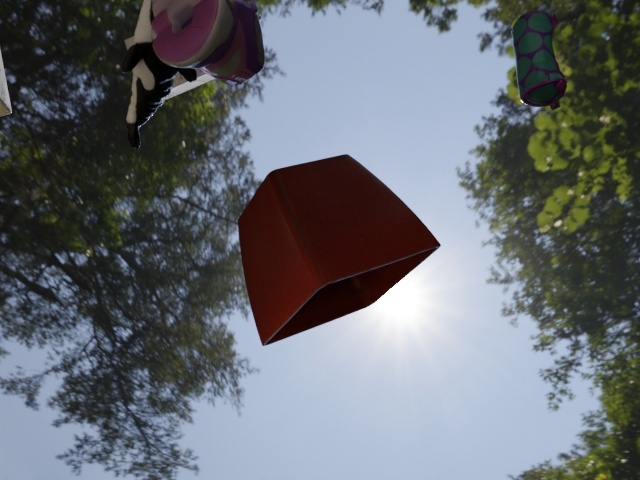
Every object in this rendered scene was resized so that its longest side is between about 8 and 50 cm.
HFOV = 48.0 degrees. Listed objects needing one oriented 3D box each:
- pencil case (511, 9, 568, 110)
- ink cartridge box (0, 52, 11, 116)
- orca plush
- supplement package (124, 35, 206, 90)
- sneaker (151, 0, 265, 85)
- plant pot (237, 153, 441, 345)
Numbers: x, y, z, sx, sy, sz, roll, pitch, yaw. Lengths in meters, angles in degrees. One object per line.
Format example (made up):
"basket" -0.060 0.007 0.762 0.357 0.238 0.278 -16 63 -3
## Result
"pencil case" 0.324 -0.269 1.065 0.070 0.064 0.152 -15 -124 26
"ink cartridge box" -0.538 -0.324 0.993 0.065 0.333 0.165 -18 -116 -5
"orca plush" -0.269 -0.284 1.232 0.102 0.151 0.287 25 -67 2
"supplement package" -0.277 -0.417 1.578 0.244 0.139 0.134 -20 -83 7
"sneaker" -0.107 -0.235 0.678 0.095 0.104 0.237 -31 -123 25
"plant pot" 0.000 0.000 1.287 0.267 0.267 0.236 -17 -109 -34
